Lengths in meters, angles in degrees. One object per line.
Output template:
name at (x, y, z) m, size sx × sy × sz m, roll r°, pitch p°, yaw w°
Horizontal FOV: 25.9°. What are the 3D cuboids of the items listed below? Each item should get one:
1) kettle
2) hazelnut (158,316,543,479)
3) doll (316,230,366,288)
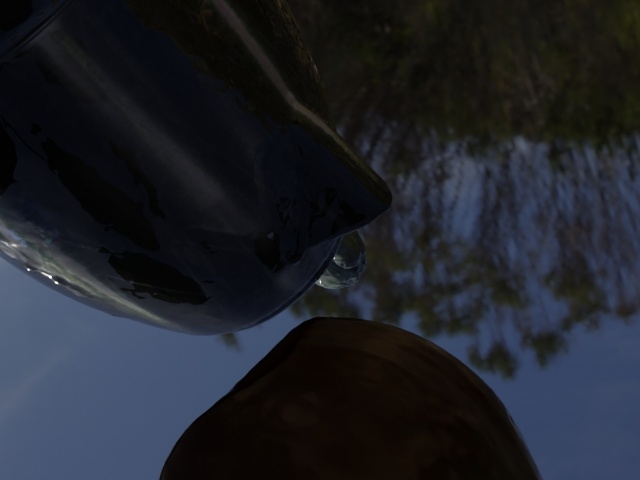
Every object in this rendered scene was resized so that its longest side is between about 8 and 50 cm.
kettle at (-0.143, -0.069, 0.794) m, size 0.321 × 0.324 × 0.228 m, roll -8°, pitch -132°, yaw 34°
hazelnut at (0.014, 0.100, 0.489) m, size 0.143 × 0.143 × 0.154 m, roll -19°, pitch 176°, yaw 7°
doll at (0.000, 0.000, 1.330) m, size 0.071 × 0.103 × 0.214 m, roll -55°, pitch 174°, yaw -13°
